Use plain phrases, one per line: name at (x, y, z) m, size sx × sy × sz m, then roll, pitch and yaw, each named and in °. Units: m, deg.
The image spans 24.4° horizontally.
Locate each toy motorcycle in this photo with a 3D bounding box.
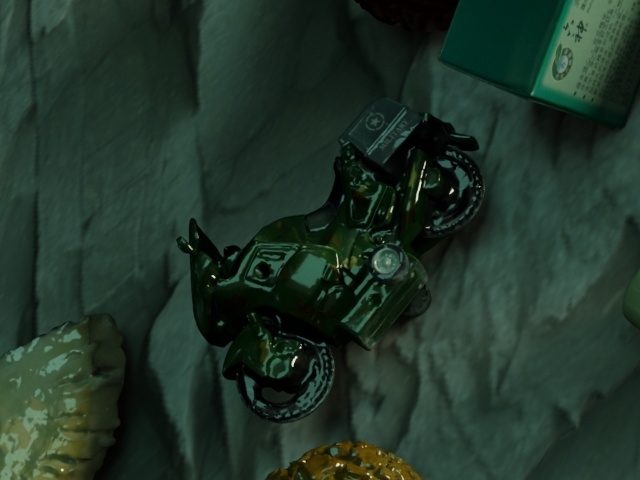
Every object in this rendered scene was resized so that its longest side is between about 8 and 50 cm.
toy motorcycle at (0.000, 0.000, 1.163) m, size 0.187 × 0.125 × 0.274 m, roll 37°, pitch 81°, yaw 28°

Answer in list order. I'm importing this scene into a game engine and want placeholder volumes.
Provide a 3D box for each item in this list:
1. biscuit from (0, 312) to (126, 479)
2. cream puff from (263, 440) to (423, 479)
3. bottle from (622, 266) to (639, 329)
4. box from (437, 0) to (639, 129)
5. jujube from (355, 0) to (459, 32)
biscuit at (-0.272, 0.181, 1.218) m, size 0.281 × 0.084 × 0.179 m, roll -34°, pitch 52°, yaw 5°
cream puff at (0.009, 0.203, 1.043) m, size 0.144 × 0.103 × 0.126 m, roll -22°, pitch 53°, yaw 8°
bottle at (0.299, 0.077, 0.983) m, size 0.072 × 0.072 × 0.201 m, roll -48°, pitch 52°, yaw -5°
box at (0.202, -0.220, 1.108) m, size 0.092 × 0.153 × 0.244 m, roll 28°, pitch 100°, yaw 36°
jujube at (0.092, -0.330, 1.172) m, size 0.216 × 0.342 × 0.216 m, roll 0°, pitch 55°, yaw 0°
